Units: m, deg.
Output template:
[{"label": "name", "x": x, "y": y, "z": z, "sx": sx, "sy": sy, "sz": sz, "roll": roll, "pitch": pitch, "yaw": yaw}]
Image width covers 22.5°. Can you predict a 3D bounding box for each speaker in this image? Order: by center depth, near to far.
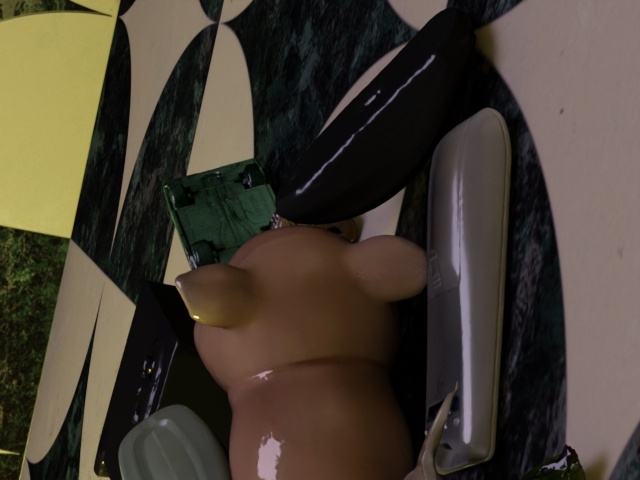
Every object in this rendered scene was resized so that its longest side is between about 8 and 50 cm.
[{"label": "speaker", "x": -0.151, "y": 0.209, "z": 1.921, "sx": 0.232, "sy": 0.184, "sz": 0.254, "roll": -131, "pitch": 55, "yaw": -67}]

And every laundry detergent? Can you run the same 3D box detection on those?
[{"label": "laundry detergent", "x": -0.083, "y": 0.312, "z": 1.609, "sx": 0.280, "sy": 0.105, "sz": 0.215, "roll": 60, "pitch": 174, "yaw": -34}]

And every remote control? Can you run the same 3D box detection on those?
[{"label": "remote control", "x": 0.118, "y": 0.041, "z": 1.405, "sx": 0.109, "sy": 0.055, "sz": 0.313, "roll": 143, "pitch": 135, "yaw": -64}]

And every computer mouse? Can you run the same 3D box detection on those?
[{"label": "computer mouse", "x": 0.070, "y": -0.104, "z": 1.558, "sx": 0.270, "sy": 0.086, "sz": 0.137, "roll": -46, "pitch": 14, "yaw": 18}]

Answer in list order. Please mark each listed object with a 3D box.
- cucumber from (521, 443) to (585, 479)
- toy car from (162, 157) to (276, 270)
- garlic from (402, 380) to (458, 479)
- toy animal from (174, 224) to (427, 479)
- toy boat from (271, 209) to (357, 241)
[{"label": "cucumber", "x": 0.144, "y": 0.246, "z": 1.197, "sx": 0.069, "sy": 0.069, "sz": 0.227, "roll": -112, "pitch": 41, "yaw": -59}, {"label": "toy car", "x": -0.108, "y": -0.011, "z": 2.018, "sx": 0.321, "sy": 0.141, "sz": 0.097, "roll": -117, "pitch": 14, "yaw": -62}, {"label": "garlic", "x": 0.073, "y": 0.259, "z": 1.316, "sx": 0.148, "sy": 0.128, "sz": 0.266, "roll": -26, "pitch": 51, "yaw": 48}, {"label": "toy animal", "x": -0.012, "y": 0.139, "z": 1.513, "sx": 0.326, "sy": 0.237, "sz": 0.269, "roll": -107, "pitch": 14, "yaw": -53}, {"label": "toy boat", "x": 0.000, "y": 0.000, "z": 1.771, "sx": 0.226, "sy": 0.068, "sz": 0.088, "roll": -134, "pitch": 62, "yaw": -69}]
